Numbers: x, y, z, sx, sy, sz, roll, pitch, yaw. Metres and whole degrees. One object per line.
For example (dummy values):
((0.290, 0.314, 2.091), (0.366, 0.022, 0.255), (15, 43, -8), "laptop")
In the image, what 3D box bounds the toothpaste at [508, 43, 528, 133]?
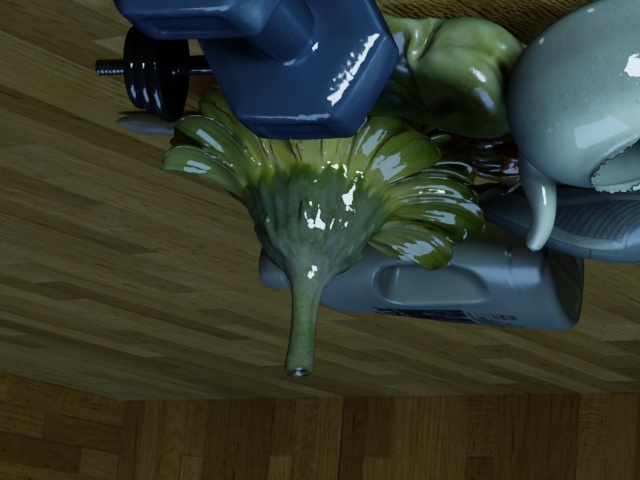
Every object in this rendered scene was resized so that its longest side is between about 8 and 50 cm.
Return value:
((0.180, -0.135, 1.739), (0.078, 0.047, 0.248), (6, 170, 5), "toothpaste")

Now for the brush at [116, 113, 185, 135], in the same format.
((-0.072, -0.118, 1.943), (0.299, 0.042, 0.039), (5, 169, 18), "brush")

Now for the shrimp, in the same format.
((0.209, -0.082, 1.881), (0.248, 0.068, 0.150), (1, 175, 2), "shrimp")

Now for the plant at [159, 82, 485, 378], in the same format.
((0.009, -0.018, 1.838), (0.306, 0.297, 0.261), (-3, 178, 13), "plant")

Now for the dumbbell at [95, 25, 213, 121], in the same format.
((-0.095, -0.153, 1.631), (0.208, 0.099, 0.099), (0, 167, 14), "dumbbell")

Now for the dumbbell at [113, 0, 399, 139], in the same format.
((-0.050, -0.182, 1.384), (0.144, 0.160, 0.325), (-30, 160, 7), "dumbbell")

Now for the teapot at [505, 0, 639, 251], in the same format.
((0.249, -0.113, 1.519), (0.193, 0.129, 0.294), (1, 153, -41), "teapot")

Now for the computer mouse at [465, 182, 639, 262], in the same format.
((0.271, -0.026, 2.004), (0.379, 0.090, 0.167), (4, -170, 33), "computer mouse")

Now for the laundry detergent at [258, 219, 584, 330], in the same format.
((0.113, 0.031, 2.337), (0.398, 0.125, 0.264), (3, 169, 19), "laundry detergent")

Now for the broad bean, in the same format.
((0.091, -0.143, 1.631), (0.206, 0.072, 0.153), (8, 146, 44), "broad bean")
